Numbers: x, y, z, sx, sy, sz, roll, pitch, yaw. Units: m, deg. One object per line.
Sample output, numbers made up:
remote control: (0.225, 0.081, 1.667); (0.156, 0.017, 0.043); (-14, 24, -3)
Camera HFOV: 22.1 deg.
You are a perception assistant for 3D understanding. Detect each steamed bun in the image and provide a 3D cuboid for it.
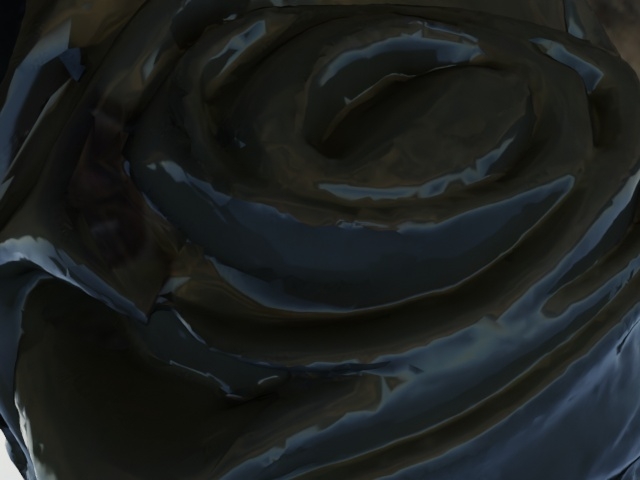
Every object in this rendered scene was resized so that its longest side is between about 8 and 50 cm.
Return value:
steamed bun: (0.000, 0.000, 0.709); (0.342, 0.368, 0.255); (-14, 159, -4)

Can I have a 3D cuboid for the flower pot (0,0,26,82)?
flower pot: (-0.205, -0.097, 0.539); (0.166, 0.269, 0.269); (30, -173, 17)
